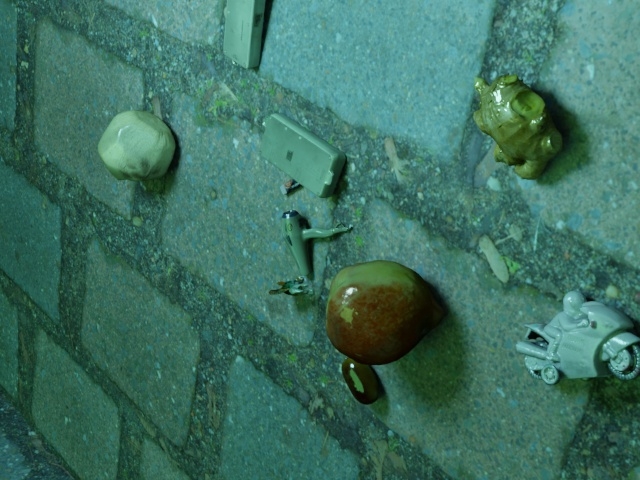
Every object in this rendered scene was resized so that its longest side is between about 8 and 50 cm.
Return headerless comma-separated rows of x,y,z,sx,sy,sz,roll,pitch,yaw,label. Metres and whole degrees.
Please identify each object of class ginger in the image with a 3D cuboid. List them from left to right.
0.353,-0.221,1.476,0.216,0.102,0.157,55,161,13,ginger

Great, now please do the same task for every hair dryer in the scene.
-0.006,0.016,1.983,0.199,0.067,0.167,12,121,29,hair dryer

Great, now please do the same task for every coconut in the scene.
-0.531,-0.261,2.331,0.224,0.224,0.224,17,114,43,coconut

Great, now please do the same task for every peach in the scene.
0.140,0.151,1.746,0.232,0.256,0.232,-171,90,-86,peach

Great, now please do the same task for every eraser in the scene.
-0.065,-0.141,2.004,0.099,0.019,0.027,-27,82,48,eraser

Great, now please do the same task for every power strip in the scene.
-0.176,-0.590,1.932,0.106,0.043,0.367,39,136,31,power strip
-0.050,-0.207,1.940,0.270,0.046,0.118,37,120,33,power strip

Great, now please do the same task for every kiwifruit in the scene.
0.097,0.334,1.940,0.075,0.075,0.124,-43,75,45,kiwifruit

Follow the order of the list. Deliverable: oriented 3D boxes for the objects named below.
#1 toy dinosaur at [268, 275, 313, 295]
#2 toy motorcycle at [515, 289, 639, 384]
-0.087,0.122,2.043,0.187,0.106,0.044,8,107,45,toy dinosaur
0.474,0.177,1.480,0.260,0.110,0.171,-14,76,55,toy motorcycle
